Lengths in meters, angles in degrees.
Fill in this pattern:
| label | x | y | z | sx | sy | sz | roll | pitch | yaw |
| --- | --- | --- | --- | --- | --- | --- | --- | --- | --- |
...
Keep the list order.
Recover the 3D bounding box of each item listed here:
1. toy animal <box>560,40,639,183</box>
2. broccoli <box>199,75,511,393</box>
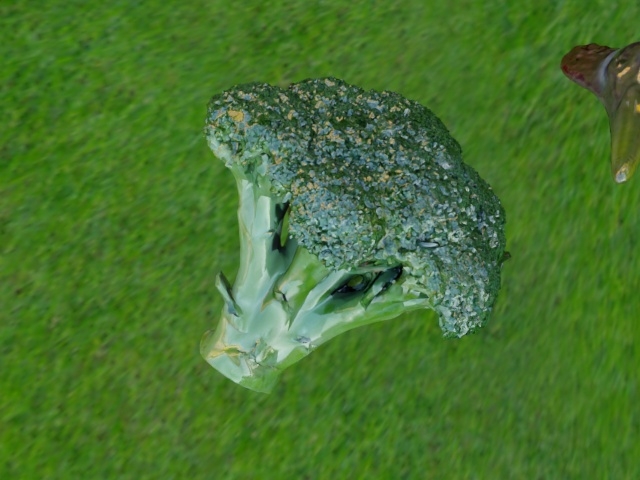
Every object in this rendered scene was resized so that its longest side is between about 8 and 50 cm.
| label | x | y | z | sx | sy | sz | roll | pitch | yaw |
| --- | --- | --- | --- | --- | --- | --- | --- | --- | --- |
| toy animal | 0.162 | -0.043 | 0.508 | 0.202 | 0.105 | 0.070 | 7 | 114 | 33 |
| broccoli | 0.000 | 0.000 | 1.323 | 0.269 | 0.254 | 0.269 | 1 | 102 | 4 |
